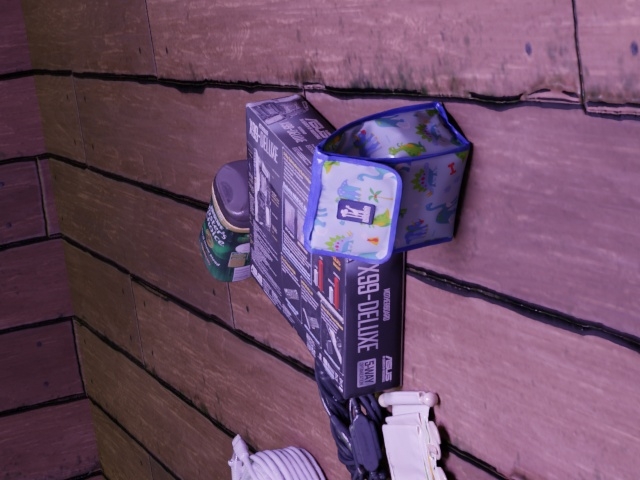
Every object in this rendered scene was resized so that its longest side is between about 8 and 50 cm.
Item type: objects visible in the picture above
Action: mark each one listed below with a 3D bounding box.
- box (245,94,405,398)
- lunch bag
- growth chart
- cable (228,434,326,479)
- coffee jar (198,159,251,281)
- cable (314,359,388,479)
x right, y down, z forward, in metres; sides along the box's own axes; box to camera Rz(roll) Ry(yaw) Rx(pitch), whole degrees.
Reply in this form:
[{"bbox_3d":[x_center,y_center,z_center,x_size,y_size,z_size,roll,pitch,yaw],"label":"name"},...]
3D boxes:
[{"bbox_3d":[0.000,0.000,1.800,0.307,0.076,0.242,-131,35,-54],"label":"box"},{"bbox_3d":[0.058,-0.052,1.498,0.096,0.151,0.129,-120,27,-43],"label":"lunch bag"},{"bbox_3d":[0.113,0.277,1.728,0.172,0.021,0.237,-173,73,-69],"label":"growth chart"},{"bbox_3d":[-0.038,0.412,2.125,0.257,0.089,0.257,-141,43,-60],"label":"cable"},{"bbox_3d":[-0.112,-0.027,2.090,0.184,0.079,0.096,111,143,-56],"label":"coffee jar"},{"bbox_3d":[0.035,0.202,1.868,0.150,0.047,0.184,-168,60,-76],"label":"cable"}]
